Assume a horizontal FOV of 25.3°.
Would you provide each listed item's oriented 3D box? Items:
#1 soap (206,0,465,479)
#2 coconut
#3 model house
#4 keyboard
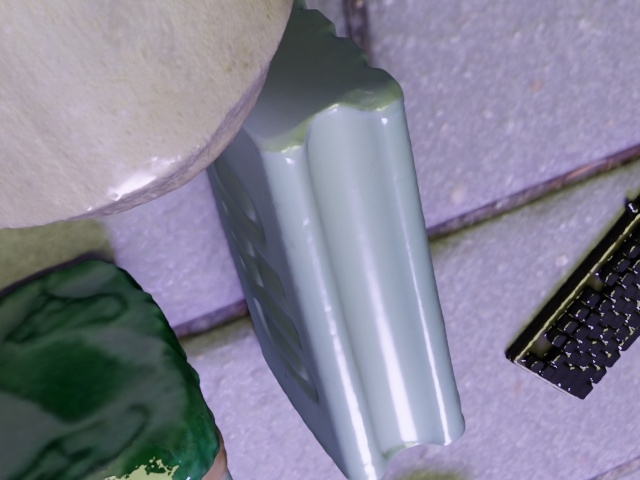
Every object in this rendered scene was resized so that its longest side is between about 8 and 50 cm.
[{"bbox_3d":[0.000,0.000,0.865,0.087,0.160,0.265,-24,130,-12],"label":"soap"},{"bbox_3d":[-0.146,-0.142,0.642,0.237,0.237,0.266,-34,137,-6],"label":"coconut"},{"bbox_3d":[-0.167,0.218,0.901,0.267,0.194,0.325,-27,133,-12],"label":"model house"},{"bbox_3d":[0.273,-0.009,1.103,0.106,0.027,0.317,30,103,-40],"label":"keyboard"}]
